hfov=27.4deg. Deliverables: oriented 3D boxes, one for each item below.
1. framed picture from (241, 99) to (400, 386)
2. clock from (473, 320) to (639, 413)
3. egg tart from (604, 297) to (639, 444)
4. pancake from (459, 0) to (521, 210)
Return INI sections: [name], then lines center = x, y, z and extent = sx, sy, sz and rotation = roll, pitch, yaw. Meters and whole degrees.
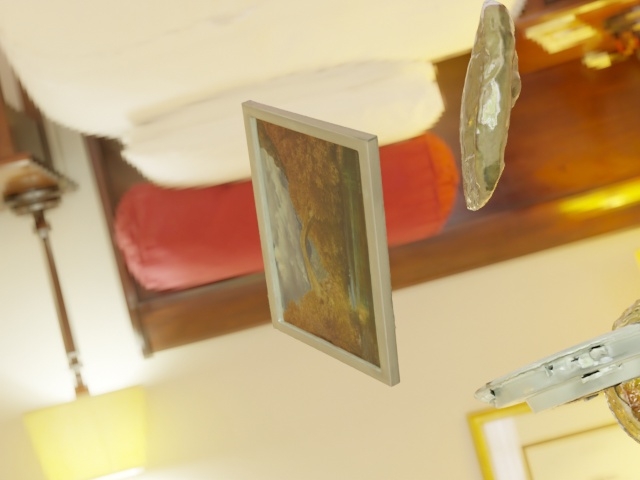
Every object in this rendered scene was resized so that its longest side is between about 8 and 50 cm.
[framed picture]
center = 0.000, 0.000, 1.237
extent = 0.016, 0.250, 0.184
rotation = -24, -149, -34
[clock]
center = 0.278, 0.140, 1.384
extent = 0.236, 0.053, 0.236
rotation = -21, 167, -5
[egg tart]
center = 0.470, 0.166, 1.655
extent = 0.234, 0.234, 0.094
rotation = -17, 153, 17
[pancake]
center = 0.185, -0.141, 1.435
extent = 0.050, 0.241, 0.242
rotation = 7, 172, 1
